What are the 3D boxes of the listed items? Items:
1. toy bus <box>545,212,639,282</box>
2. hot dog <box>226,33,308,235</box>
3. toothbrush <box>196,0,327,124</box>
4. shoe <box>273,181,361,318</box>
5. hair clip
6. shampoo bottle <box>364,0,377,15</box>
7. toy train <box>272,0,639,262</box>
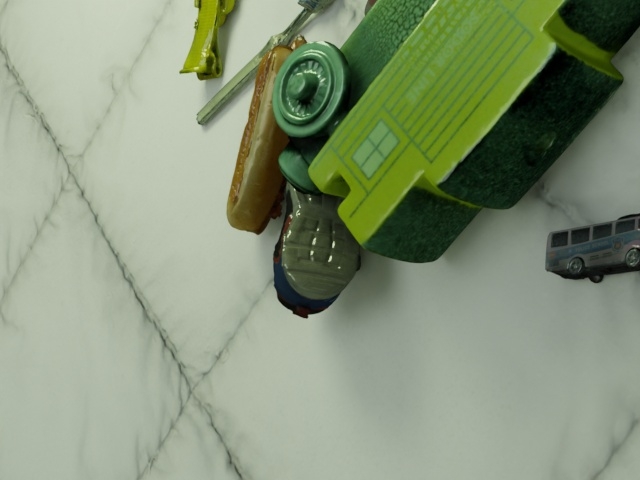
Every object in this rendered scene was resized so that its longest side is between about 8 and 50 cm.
[{"bbox_3d":[0.263,0.007,1.034,0.130,0.037,0.052,-12,65,47],"label":"toy bus"},{"bbox_3d":[-0.052,-0.128,1.391,0.076,0.102,0.249,15,93,8],"label":"hot dog"},{"bbox_3d":[-0.077,-0.238,1.497,0.294,0.028,0.026,-42,49,38],"label":"toothbrush"},{"bbox_3d":[-0.001,0.000,1.293,0.126,0.099,0.228,99,179,-46],"label":"shoe"},{"bbox_3d":[-0.149,-0.308,1.579,0.072,0.046,0.173,-1,79,45],"label":"hair clip"},{"bbox_3d":[0.104,-0.321,1.306,0.080,0.040,0.165,29,101,50],"label":"shampoo bottle"},{"bbox_3d":[0.137,-0.177,1.133,0.442,0.179,0.272,-51,54,23],"label":"toy train"}]
